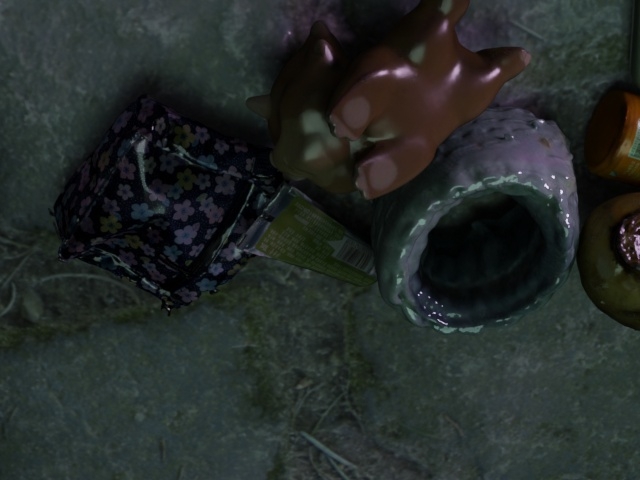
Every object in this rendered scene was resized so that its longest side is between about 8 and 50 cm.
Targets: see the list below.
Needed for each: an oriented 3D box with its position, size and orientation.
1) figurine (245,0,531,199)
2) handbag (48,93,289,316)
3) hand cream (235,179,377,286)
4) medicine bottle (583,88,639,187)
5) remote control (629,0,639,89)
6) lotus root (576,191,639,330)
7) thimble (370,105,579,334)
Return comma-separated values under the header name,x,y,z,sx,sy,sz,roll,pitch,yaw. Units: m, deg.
name,x,y,z,sx,sy,sz,roll,pitch,yaw
figurine,0.050,-0.151,1.553,0.177,0.173,0.247,40,84,-32
handbag,-0.153,-0.040,1.635,0.208,0.126,0.228,23,121,-27
hand cream,0.000,0.000,1.666,0.086,0.055,0.235,-54,144,9
medicine bottle,0.386,-0.092,1.647,0.192,0.096,0.096,15,124,-14
remote control,0.378,-0.292,1.519,0.128,0.065,0.335,-6,127,-2
lotus root,0.356,0.031,1.673,0.154,0.154,0.278,-24,165,14
thimble,0.166,-0.023,1.639,0.250,0.172,0.205,-39,118,24
